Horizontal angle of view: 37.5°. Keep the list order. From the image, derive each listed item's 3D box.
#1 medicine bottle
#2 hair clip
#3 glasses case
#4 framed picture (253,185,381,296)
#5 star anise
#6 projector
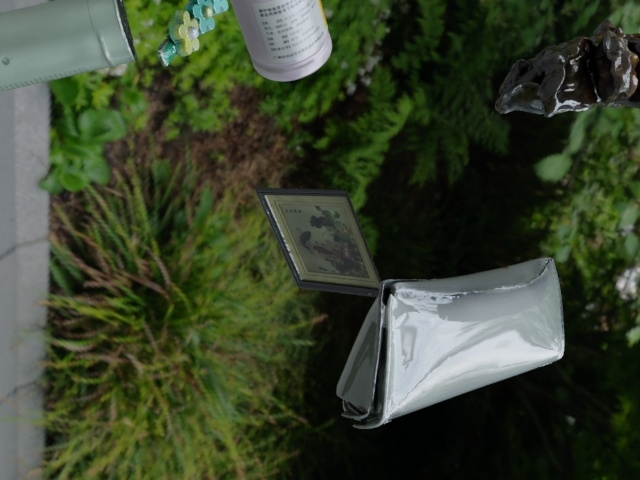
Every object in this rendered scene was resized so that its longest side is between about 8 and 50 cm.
[{"bbox_3d":[-0.070,-0.368,1.397,0.133,0.133,0.249,-58,148,-28],"label":"medicine bottle"},{"bbox_3d":[-0.127,-0.235,0.960,0.173,0.049,0.049,-75,176,-47],"label":"hair clip"},{"bbox_3d":[0.125,0.084,0.892,0.308,0.083,0.128,-5,105,-48],"label":"glasses case"},{"bbox_3d":[0.000,0.000,1.449,0.010,0.195,0.199,-45,124,-37],"label":"framed picture"},{"bbox_3d":[0.324,-0.195,1.075,0.236,0.223,0.109,-150,-120,-67],"label":"star anise"},{"bbox_3d":[-0.430,-0.261,1.302,0.108,0.337,0.108,167,-90,-87],"label":"projector"}]
